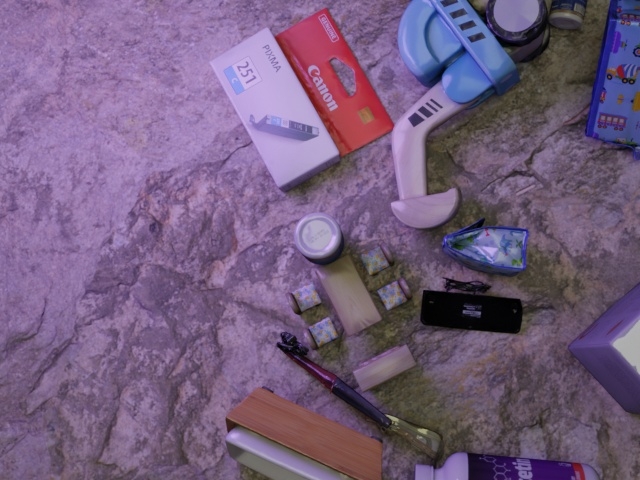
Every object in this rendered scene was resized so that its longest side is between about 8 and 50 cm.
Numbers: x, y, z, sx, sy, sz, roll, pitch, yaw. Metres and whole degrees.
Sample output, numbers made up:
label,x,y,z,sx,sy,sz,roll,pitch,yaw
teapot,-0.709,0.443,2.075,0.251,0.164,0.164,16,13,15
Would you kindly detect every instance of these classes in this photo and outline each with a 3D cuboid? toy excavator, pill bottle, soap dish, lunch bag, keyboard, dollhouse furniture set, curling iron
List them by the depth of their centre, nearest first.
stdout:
label,x,y,z,sx,sy,sz,roll,pitch,yaw
pill bottle,0.325,0.474,1.651,0.322,0.181,0.182,4,83,5
soap dish,-0.026,0.378,1.678,0.290,0.229,0.118,24,68,7
lunch bag,0.615,-0.276,1.703,0.220,0.138,0.293,10,125,12
dollhouse furniture set,0.074,0.146,1.722,0.212,0.161,0.242,-27,82,1
lunch bag,0.303,0.014,1.738,0.151,0.129,0.096,4,82,7
curling iron,0.019,0.263,1.743,0.274,0.068,0.035,39,75,17
pill bottle,0.000,0.000,1.746,0.087,0.160,0.087,-1,82,4
toy excavator,0.240,-0.300,1.767,0.445,0.222,0.433,-36,82,13
keyboard,0.290,0.120,1.781,0.192,0.038,0.100,6,106,4
pill bottle,0.488,-0.479,1.817,0.067,0.067,0.120,13,84,6

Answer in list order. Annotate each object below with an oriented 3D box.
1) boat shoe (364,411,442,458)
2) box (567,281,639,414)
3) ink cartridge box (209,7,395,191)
label,x,y,z,sx,sy,sz,roll,pitch,yaw
boat shoe,0.150,0.359,1.744,0.153,0.056,0.048,21,80,-1
box,0.585,0.172,1.587,0.215,0.345,0.168,-41,82,-1
ink cartridge box,-0.036,-0.286,1.834,0.261,0.066,0.296,-30,82,1
